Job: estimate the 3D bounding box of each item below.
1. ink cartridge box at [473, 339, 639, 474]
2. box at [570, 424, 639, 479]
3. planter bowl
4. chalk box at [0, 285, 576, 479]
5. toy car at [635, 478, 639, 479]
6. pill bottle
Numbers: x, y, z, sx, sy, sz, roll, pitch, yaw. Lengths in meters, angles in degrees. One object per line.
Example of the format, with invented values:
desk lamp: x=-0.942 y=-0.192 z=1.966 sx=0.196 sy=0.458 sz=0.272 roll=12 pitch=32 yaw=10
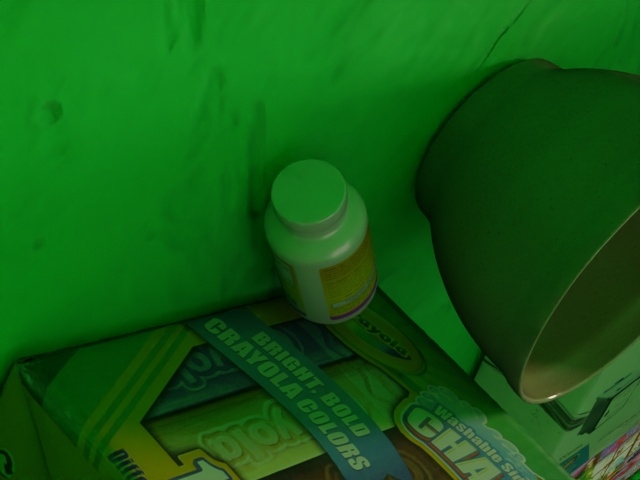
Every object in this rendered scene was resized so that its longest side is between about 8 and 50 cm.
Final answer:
ink cartridge box: x=0.180 y=0.068 z=0.908 sx=0.139 sy=0.082 sz=0.191 roll=-27 pitch=150 yaw=-34
box: x=0.239 y=0.158 z=1.153 sx=0.293 sy=0.057 sz=0.201 roll=-30 pitch=150 yaw=-30
planter bowl: x=0.115 y=-0.018 z=0.649 sx=0.162 sy=0.109 sz=0.162 roll=-34 pitch=152 yaw=-21
chalk box: x=-0.007 y=0.145 z=0.623 sx=0.289 sy=0.179 sz=0.180 roll=-11 pitch=138 yaw=-50
toy car: x=0.365 y=0.358 z=1.540 sx=0.210 sy=0.219 sz=0.238 roll=-20 pitch=115 yaw=-41
pill bottle: x=0.000 y=0.000 z=0.578 sx=0.043 sy=0.043 sz=0.083 roll=-39 pitch=154 yaw=-14
